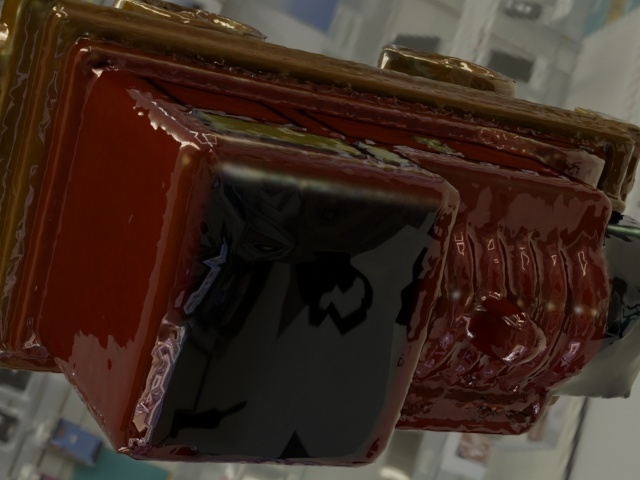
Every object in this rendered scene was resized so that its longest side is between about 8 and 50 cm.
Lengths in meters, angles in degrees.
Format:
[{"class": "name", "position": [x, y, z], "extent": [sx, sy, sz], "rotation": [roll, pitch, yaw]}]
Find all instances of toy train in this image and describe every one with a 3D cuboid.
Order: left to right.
[{"class": "toy train", "position": [0.000, 0.000, 0.520], "extent": [0.231, 0.369, 0.163], "rotation": [40, 118, 57]}]
